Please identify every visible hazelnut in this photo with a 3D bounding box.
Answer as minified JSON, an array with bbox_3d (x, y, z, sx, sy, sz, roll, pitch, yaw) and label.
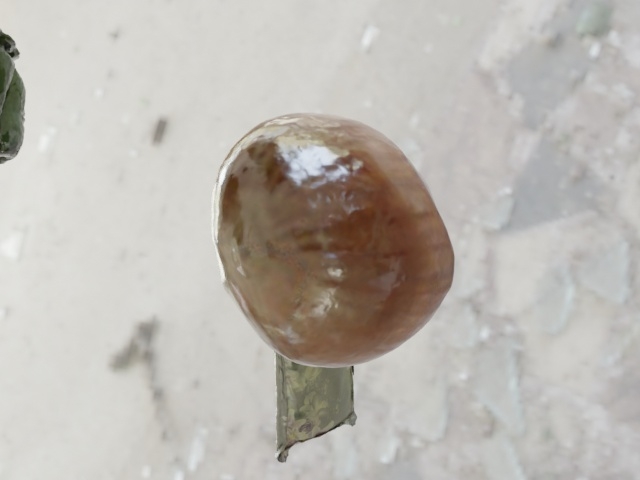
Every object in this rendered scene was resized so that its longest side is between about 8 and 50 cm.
[{"bbox_3d":[0.000,0.000,1.409,0.176,0.214,0.214,-44,46,33],"label":"hazelnut"}]

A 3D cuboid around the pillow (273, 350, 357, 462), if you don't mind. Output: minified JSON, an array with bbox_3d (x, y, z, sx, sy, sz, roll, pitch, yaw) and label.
[{"bbox_3d":[-0.014,0.152,2.293,0.059,0.169,0.255,22,126,35],"label":"pillow"}]

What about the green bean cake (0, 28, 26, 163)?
[{"bbox_3d":[-0.348,-0.120,1.357,0.227,0.222,0.125,5,79,20],"label":"green bean cake"}]
